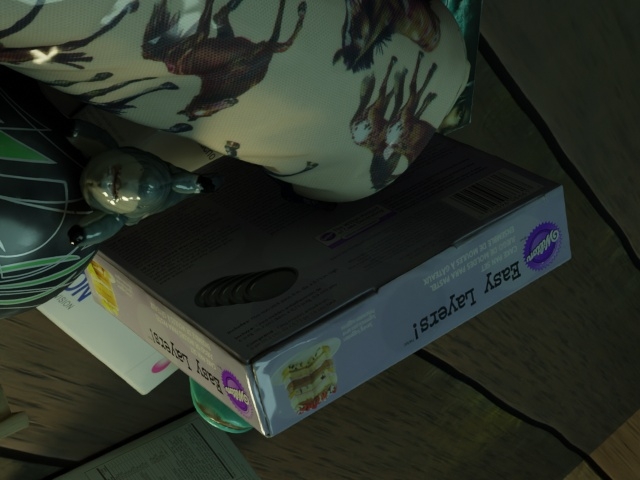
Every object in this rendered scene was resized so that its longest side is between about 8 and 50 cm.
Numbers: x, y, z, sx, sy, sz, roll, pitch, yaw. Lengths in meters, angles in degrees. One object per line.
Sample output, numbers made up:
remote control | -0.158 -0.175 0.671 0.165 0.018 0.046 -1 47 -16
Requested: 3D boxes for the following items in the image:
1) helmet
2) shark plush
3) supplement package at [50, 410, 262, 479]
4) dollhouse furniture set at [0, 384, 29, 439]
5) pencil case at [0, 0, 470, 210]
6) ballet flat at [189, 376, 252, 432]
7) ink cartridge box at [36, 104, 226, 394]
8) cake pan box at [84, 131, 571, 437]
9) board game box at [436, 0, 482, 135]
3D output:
helmet | -0.218 -0.028 0.902 0.169 0.161 0.169 -32 153 -19
shark plush | -0.096 -0.026 0.887 0.067 0.073 0.161 -3 169 20
supplement package | -0.185 0.340 1.474 0.262 0.198 0.199 -23 149 -33
dollhouse furniture set | -0.395 0.251 0.970 0.303 0.174 0.355 -14 -173 44
pencil case | -0.098 -0.139 0.826 0.183 0.160 0.410 -14 158 36
ballet flat | -0.061 0.102 1.346 0.087 0.083 0.247 -57 180 10
ink cartridge box | -0.083 -0.041 1.176 0.330 0.071 0.324 -39 154 -3
cake pan box | 0.000 0.000 1.005 0.267 0.246 0.070 -29 125 -25
board game box | 0.080 -0.158 1.213 0.126 0.026 0.186 -26 136 -29
